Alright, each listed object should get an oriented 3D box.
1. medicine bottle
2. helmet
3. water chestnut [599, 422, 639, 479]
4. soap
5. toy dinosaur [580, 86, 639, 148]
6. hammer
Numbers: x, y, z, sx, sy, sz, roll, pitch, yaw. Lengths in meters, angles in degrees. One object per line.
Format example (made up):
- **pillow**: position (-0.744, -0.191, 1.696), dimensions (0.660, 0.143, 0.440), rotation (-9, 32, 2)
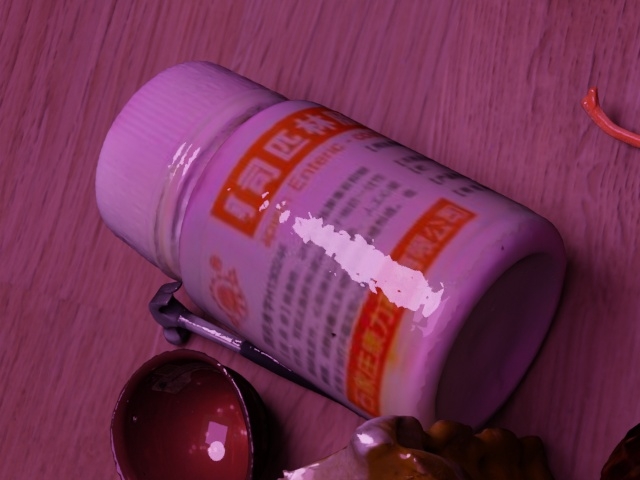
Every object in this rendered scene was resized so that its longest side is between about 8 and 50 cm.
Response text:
- **medicine bottle**: position (0.000, 0.000, 1.054), dimensions (0.388, 0.219, 0.219), rotation (31, 94, 32)
- **helmet**: position (-0.102, 0.192, 1.128), dimensions (0.155, 0.106, 0.175), rotation (-28, 68, 23)
- **water chestnut**: position (0.334, 0.263, 0.770), dimensions (0.335, 0.335, 0.347), rotation (6, 96, 30)
- **soap**: position (0.127, 0.308, 0.861), dimensions (0.169, 0.304, 0.339), rotation (-32, 65, 23)
- **toy dinosaur**: position (0.348, -0.086, 0.975), dimensions (0.279, 0.055, 0.101), rotation (31, 117, 28)
- **hammer**: position (-0.060, 0.106, 1.144), dimensions (0.246, 0.103, 0.029), rotation (23, 64, 23)
